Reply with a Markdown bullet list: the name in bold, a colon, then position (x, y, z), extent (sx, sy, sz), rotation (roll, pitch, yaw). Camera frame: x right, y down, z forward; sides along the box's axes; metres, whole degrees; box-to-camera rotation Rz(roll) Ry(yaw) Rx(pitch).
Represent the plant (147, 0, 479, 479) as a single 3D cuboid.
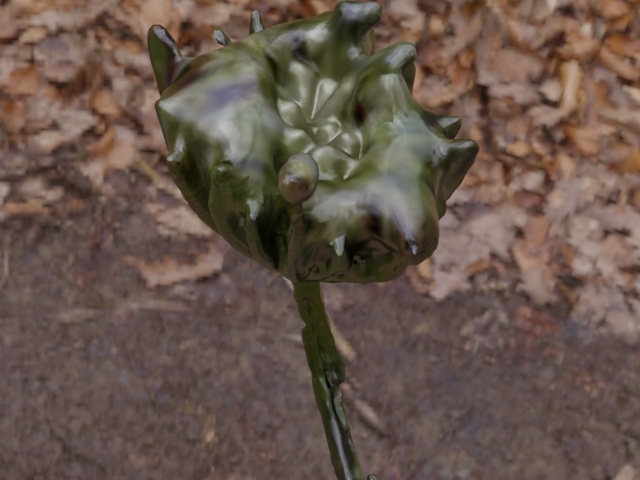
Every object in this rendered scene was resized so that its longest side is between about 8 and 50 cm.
- **plant**: position (-0.033, 0.009, 0.895), extent (0.180, 0.333, 0.251), rotation (-5, 46, -23)
